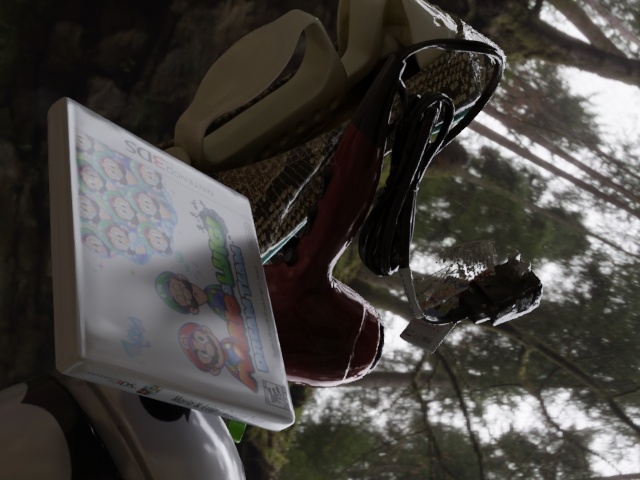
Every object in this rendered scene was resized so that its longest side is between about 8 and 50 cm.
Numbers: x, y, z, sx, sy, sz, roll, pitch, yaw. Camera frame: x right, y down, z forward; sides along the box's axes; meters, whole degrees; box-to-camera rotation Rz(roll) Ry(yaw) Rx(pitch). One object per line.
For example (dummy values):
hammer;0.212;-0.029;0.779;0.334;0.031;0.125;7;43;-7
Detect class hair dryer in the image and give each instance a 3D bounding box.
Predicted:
hair dryer;0.000;0.000;0.558;0.293;0.224;0.080;-23;-154;-6

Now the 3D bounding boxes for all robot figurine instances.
robot figurine;-0.173;0.171;0.442;0.209;0.278;0.173;54;-32;21

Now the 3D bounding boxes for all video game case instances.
video game case;-0.078;0.014;0.428;0.019;0.143;0.157;-33;-128;24
video game case;0.174;0.105;1.180;0.122;0.011;0.087;-49;-158;-11

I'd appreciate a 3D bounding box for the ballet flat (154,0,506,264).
ballet flat;0.015;-0.141;0.769;0.164;0.483;0.182;26;-38;40

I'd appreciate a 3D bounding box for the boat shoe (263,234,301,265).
boat shoe;-0.046;0.020;1.282;0.076;0.228;0.080;-24;-156;28

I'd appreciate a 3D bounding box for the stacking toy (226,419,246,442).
stacking toy;-0.160;0.133;0.871;0.221;0.167;0.052;-109;-137;-72
